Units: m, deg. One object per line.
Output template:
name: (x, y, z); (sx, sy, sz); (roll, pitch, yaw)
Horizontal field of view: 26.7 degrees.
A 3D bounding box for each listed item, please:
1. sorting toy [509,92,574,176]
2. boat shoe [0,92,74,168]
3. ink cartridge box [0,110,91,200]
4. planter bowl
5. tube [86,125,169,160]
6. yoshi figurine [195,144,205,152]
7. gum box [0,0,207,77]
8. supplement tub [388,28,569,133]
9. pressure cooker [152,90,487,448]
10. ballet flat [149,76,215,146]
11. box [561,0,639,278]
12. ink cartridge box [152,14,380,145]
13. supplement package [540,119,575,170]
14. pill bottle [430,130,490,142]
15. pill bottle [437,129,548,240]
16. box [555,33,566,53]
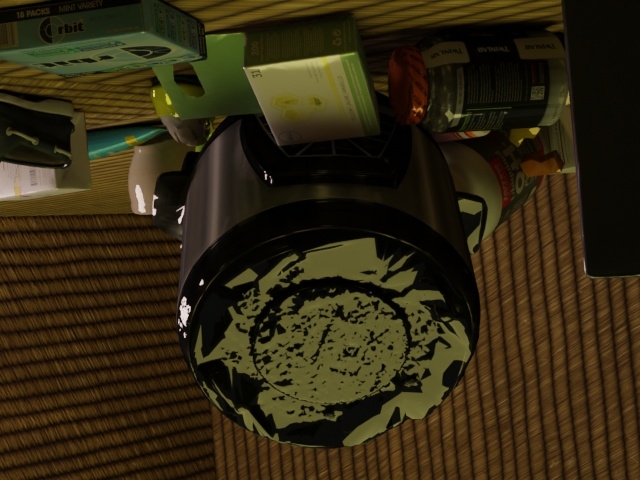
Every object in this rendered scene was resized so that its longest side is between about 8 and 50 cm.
sorting toy: (0.409, -0.177, 1.962); (0.307, 0.229, 0.041); (-6, -138, 38)
boat shoe: (-0.419, -0.137, 1.724); (0.114, 0.091, 0.302); (-6, 178, 34)
ink cartridge box: (-0.422, -0.120, 1.955); (0.198, 0.115, 0.067); (-5, 179, 41)
planter bowl: (-0.247, -0.121, 2.219); (0.162, 0.109, 0.162); (-14, -164, 4)
tube: (-0.337, -0.159, 2.165); (0.207, 0.052, 0.080); (-12, -171, 12)
yoshi figurine: (-0.012, -0.107, 2.067); (0.362, 0.203, 0.203); (-8, 179, -31)
gum box: (-0.211, -0.193, 1.291); (0.157, 0.041, 0.184); (-6, 179, 12)
supplement tub: (0.182, -0.185, 1.570); (0.190, 0.117, 0.117); (-5, 178, -16)
pressure cooker: (-0.003, 0.005, 1.715); (0.375, 0.370, 0.420); (-35, -151, 20)
ballet flat: (-0.175, -0.165, 1.792); (0.077, 0.077, 0.231); (-4, 178, 3)
box: (0.327, -0.119, 1.229); (0.183, 0.296, 0.294); (-5, 178, 17)
ink cartridge box: (-0.063, -0.166, 1.474); (0.235, 0.056, 0.171); (-7, 153, 9)
supplement package: (0.453, -0.185, 2.156); (0.139, 0.133, 0.244); (-5, 178, -23)
pill bottle: (0.174, -0.187, 2.002); (0.152, 0.086, 0.086); (-7, 178, 33)
pill bottle: (0.222, -0.089, 2.106); (0.176, 0.176, 0.318); (-6, -162, 33)
box: (0.270, -0.217, 1.667); (0.083, 0.062, 0.052); (-7, 179, 34)
